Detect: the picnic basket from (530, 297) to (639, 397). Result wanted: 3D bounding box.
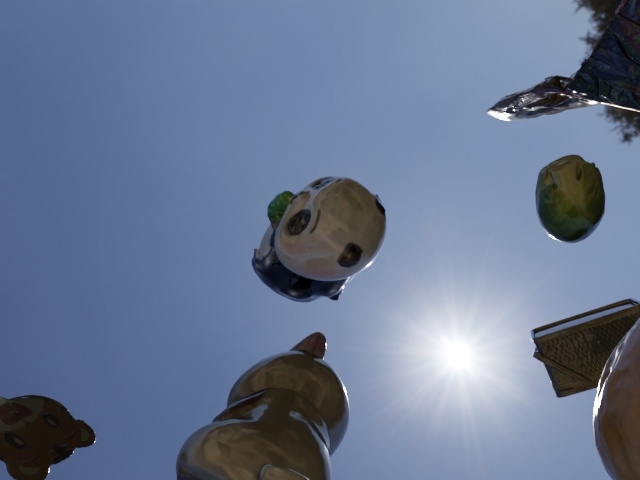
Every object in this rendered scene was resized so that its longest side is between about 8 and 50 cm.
[{"bbox_3d":[0.621,0.238,1.232,0.139,0.266,0.165,69,-163,8],"label":"picnic basket"}]

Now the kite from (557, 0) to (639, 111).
[{"bbox_3d":[0.191,-0.117,0.302,0.009,0.232,0.189,-31,-108,-5],"label":"kite"}]

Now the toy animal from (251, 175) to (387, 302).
[{"bbox_3d":[-0.007,-0.006,0.999,0.212,0.267,0.213,10,-123,-16],"label":"toy animal"}]

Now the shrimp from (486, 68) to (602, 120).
[{"bbox_3d":[0.265,-0.157,0.549,0.143,0.251,0.052,-16,-92,-12],"label":"shrimp"}]

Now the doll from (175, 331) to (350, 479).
[{"bbox_3d":[-0.074,0.310,0.818,0.226,0.215,0.370,-16,-167,11],"label":"doll"}]

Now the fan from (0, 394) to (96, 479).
[{"bbox_3d":[-0.443,0.249,0.783,0.226,0.008,0.152,33,-166,10],"label":"fan"}]

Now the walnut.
[{"bbox_3d":[0.353,0.155,0.500,0.193,0.193,0.226,19,-101,3],"label":"walnut"}]

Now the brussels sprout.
[{"bbox_3d":[0.532,-0.084,1.160,0.161,0.181,0.144,-42,-155,-11],"label":"brussels sprout"}]
